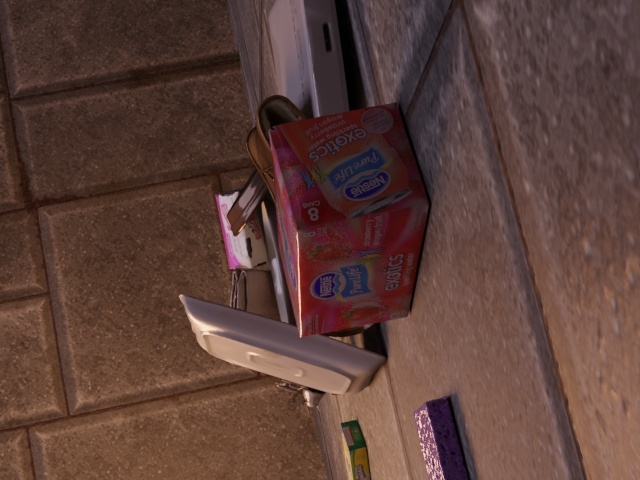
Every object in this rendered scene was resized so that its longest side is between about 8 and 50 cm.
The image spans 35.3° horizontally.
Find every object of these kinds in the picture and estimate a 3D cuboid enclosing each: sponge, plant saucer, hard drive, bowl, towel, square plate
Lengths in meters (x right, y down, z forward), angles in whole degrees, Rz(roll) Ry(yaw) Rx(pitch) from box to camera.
[{"bbox_3d":[0.153,0.295,1.189,0.117,0.031,0.210,102,155,-75],"label":"sponge"},{"bbox_3d":[-0.098,-0.132,1.876,0.278,0.041,0.278,-57,7,11],"label":"plant saucer"},{"bbox_3d":[-0.023,-0.268,1.492,0.353,0.047,0.233,-177,79,-80],"label":"hard drive"},{"bbox_3d":[-0.021,0.054,1.893,0.298,0.134,0.298,169,90,-85],"label":"bowl"},{"bbox_3d":[-0.079,0.153,2.111,0.049,0.282,0.187,2,90,42],"label":"towel"},{"bbox_3d":[-0.073,0.195,1.744,0.344,0.347,0.049,100,-173,-75],"label":"square plate"}]

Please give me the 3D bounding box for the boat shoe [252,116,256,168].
[{"bbox_3d":[-0.086,-0.121,2.354,0.158,0.127,0.341,76,-172,-67],"label":"boat shoe"}]

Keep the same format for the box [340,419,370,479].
[{"bbox_3d":[0.080,0.497,2.212,0.105,0.043,0.179,-111,10,-62],"label":"box"}]

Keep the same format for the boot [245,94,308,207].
[{"bbox_3d":[-0.030,-0.092,1.490,0.236,0.089,0.269,50,172,-6],"label":"boot"}]

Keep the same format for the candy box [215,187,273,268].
[{"bbox_3d":[-0.102,-0.042,2.093,0.071,0.233,0.159,-5,98,40],"label":"candy box"}]

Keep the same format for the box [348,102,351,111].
[{"bbox_3d":[0.035,-0.138,1.517,0.162,0.029,0.116,90,168,-57],"label":"box"}]

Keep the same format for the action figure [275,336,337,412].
[{"bbox_3d":[-0.015,0.211,2.060,0.099,0.185,0.285,-14,70,51],"label":"action figure"}]

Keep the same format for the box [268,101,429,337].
[{"bbox_3d":[0.028,-0.013,1.210,0.300,0.154,0.142,92,166,-62],"label":"box"}]

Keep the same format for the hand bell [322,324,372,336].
[{"bbox_3d":[0.031,0.026,1.650,0.126,0.126,0.242,85,-175,-46],"label":"hand bell"}]
